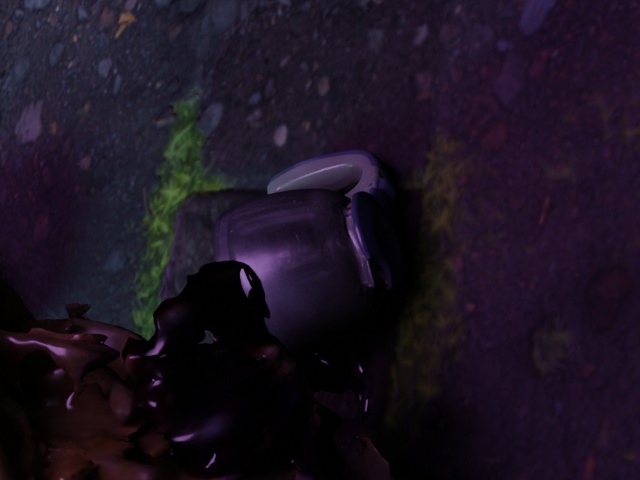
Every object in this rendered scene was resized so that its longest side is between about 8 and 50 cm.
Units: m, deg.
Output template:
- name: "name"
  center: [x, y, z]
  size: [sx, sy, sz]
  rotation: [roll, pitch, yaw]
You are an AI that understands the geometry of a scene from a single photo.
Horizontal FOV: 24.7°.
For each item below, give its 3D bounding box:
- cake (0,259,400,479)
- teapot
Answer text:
- name: "cake"
  center: [-0.118, 0.143, 0.849]
  size: [0.321, 0.332, 0.332]
  rotation: [-25, 54, -2]
- name: "teapot"
  center: [0.004, 0.010, 0.948]
  size: [0.108, 0.149, 0.111]
  rotation: [-21, 100, 20]
